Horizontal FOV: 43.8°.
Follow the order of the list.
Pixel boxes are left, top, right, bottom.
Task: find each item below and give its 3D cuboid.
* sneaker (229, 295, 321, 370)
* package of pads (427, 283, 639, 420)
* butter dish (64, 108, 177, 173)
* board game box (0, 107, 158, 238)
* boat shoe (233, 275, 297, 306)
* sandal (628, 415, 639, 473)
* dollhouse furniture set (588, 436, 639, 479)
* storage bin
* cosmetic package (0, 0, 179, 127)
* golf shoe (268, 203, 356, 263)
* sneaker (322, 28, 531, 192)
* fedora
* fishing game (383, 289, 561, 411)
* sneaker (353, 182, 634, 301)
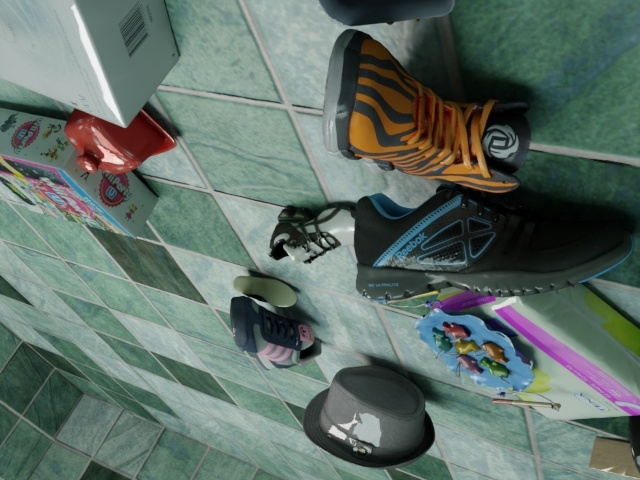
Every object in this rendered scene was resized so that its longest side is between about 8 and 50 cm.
[{"bbox_3d":[-0.086,0.178,1.592,0.131,0.112,0.319,-8,159,10],"label":"sneaker"},{"bbox_3d":[0.323,0.148,1.142,0.297,0.101,0.229,37,153,-14],"label":"package of pads"},{"bbox_3d":[-0.332,-0.156,1.235,0.160,0.118,0.160,-6,138,50],"label":"butter dish"},{"bbox_3d":[-0.480,-0.126,1.451,0.303,0.097,0.224,13,155,31],"label":"board game box"},{"bbox_3d":[-0.103,0.097,1.551,0.133,0.048,0.042,13,176,19],"label":"boat shoe"},{"bbox_3d":[0.614,0.407,1.262,0.107,0.167,0.446,-17,131,34],"label":"sandal"},{"bbox_3d":[0.570,0.450,1.421,0.151,0.144,0.123,27,163,-30],"label":"dollhouse furniture set"},{"bbox_3d":[0.068,-0.248,0.694,0.135,0.091,0.098,7,146,40],"label":"storage bin"},{"bbox_3d":[-0.320,-0.286,0.969,0.225,0.138,0.224,23,153,15],"label":"cosmetic package"},{"bbox_3d":[0.000,0.000,1.212,0.198,0.094,0.077,-4,138,47],"label":"golf shoe"},{"bbox_3d":[0.116,-0.123,0.788,0.180,0.124,0.321,10,-178,16],"label":"sneaker"},{"bbox_3d":[0.105,0.339,1.626,0.276,0.244,0.124,21,124,21],"label":"fedora"},{"bbox_3d":[0.213,0.164,1.123,0.264,0.041,0.189,44,154,-19],"label":"fishing game"},{"bbox_3d":[0.193,-0.006,0.960,0.341,0.139,0.125,-6,-176,23],"label":"sneaker"}]
